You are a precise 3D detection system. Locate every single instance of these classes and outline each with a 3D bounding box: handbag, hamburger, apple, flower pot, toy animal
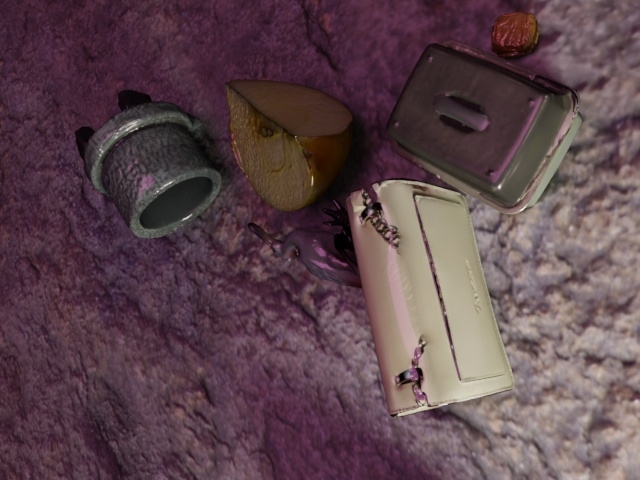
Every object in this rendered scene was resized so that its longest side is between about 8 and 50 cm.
[{"bbox_3d":[0.167,0.094,1.095,0.160,0.236,0.358,-21,72,32],"label":"handbag"},{"bbox_3d":[0.334,-0.353,1.142,0.083,0.044,0.076,13,91,35],"label":"hamburger"},{"bbox_3d":[-0.070,-0.208,1.349,0.254,0.179,0.346,-49,49,-1],"label":"apple"},{"bbox_3d":[-0.386,-0.189,1.541,0.299,0.299,0.283,-46,73,24],"label":"flower pot"},{"bbox_3d":[0.004,0.018,1.305,0.324,0.090,0.195,-7,122,54],"label":"toy animal"}]

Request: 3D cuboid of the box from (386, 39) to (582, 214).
[{"bbox_3d":[0.263,-0.193,1.099,0.290,0.166,0.220,35,105,33],"label":"box"}]
